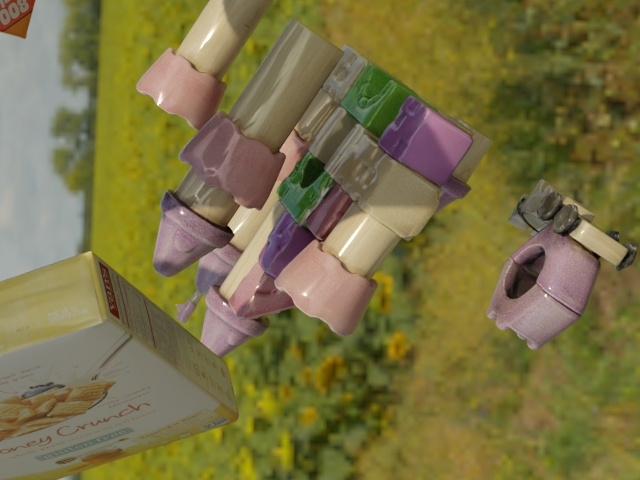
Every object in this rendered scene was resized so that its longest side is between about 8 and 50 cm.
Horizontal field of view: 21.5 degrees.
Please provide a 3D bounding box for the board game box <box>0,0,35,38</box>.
[{"bbox_3d":[-0.450,-0.412,1.458,0.356,0.356,0.357,21,97,40],"label":"board game box"}]

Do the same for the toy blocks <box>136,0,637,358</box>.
[{"bbox_3d":[0.000,0.000,1.246,0.260,0.309,0.288,-56,21,7],"label":"toy blocks"}]

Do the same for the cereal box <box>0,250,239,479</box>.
[{"bbox_3d":[-0.164,0.086,0.987,0.240,0.173,0.047,50,-157,-67],"label":"cereal box"}]
